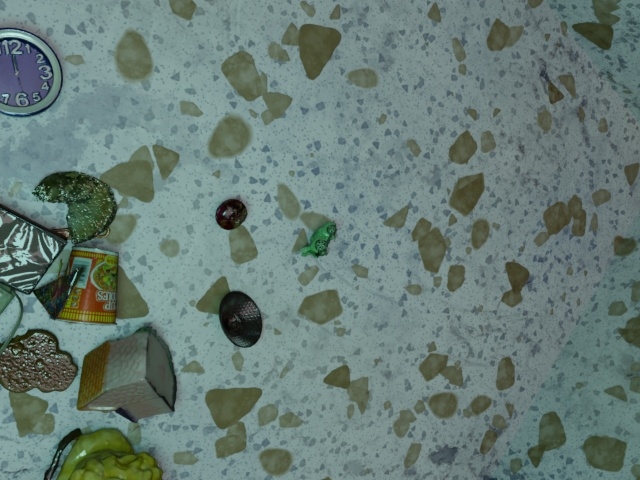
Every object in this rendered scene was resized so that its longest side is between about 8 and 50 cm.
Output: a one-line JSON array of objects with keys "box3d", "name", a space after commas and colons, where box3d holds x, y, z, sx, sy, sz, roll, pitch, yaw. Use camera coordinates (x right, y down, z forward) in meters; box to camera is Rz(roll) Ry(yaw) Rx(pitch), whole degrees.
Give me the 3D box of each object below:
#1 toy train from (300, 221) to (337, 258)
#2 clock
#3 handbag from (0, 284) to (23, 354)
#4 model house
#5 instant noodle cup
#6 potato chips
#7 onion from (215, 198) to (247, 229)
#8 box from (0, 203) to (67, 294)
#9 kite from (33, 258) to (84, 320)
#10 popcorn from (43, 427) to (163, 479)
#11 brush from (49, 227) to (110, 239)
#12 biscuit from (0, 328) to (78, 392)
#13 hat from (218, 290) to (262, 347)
[{"box3d": [0.000, 0.000, 1.985, 0.081, 0.099, 0.149, 26, 76, 9], "name": "toy train"}, {"box3d": [-0.824, -0.450, 1.546, 0.230, 0.083, 0.231, -2, 95, -23], "name": "clock"}, {"box3d": [-0.935, 0.214, 1.539, 0.219, 0.079, 0.256, 36, 79, -8], "name": "handbag"}, {"box3d": [-0.582, 0.413, 1.711, 0.237, 0.202, 0.237, -15, 141, -1], "name": "model house"}, {"box3d": [-0.666, 0.129, 1.641, 0.192, 0.193, 0.213, 10, 83, -26], "name": "instant noodle cup"}, {"box3d": [-0.705, -0.107, 1.646, 0.220, 0.029, 0.202, 42, 62, -20], "name": "potato chips"}, {"box3d": [-0.290, -0.086, 1.836, 0.107, 0.097, 0.107, -23, 135, -26], "name": "onion"}, {"box3d": [-0.842, 0.013, 1.531, 0.252, 0.153, 0.188, 36, 81, -26], "name": "box"}, {"box3d": [-0.736, 0.137, 1.578, 0.014, 0.241, 0.184, 28, 53, -50], "name": "kite"}, {"box3d": [-0.642, 0.719, 1.652, 0.349, 0.349, 0.382, -37, 72, -17], "name": "popcorn"}, {"box3d": [-0.774, -0.017, 1.653, 0.314, 0.017, 0.090, -6, 101, -25], "name": "brush"}, {"box3d": [-0.864, 0.345, 1.633, 0.319, 0.047, 0.184, 6, 90, -26], "name": "biscuit"}, {"box3d": [-0.286, 0.270, 1.886, 0.193, 0.082, 0.193, 30, 48, -40], "name": "hat"}]
